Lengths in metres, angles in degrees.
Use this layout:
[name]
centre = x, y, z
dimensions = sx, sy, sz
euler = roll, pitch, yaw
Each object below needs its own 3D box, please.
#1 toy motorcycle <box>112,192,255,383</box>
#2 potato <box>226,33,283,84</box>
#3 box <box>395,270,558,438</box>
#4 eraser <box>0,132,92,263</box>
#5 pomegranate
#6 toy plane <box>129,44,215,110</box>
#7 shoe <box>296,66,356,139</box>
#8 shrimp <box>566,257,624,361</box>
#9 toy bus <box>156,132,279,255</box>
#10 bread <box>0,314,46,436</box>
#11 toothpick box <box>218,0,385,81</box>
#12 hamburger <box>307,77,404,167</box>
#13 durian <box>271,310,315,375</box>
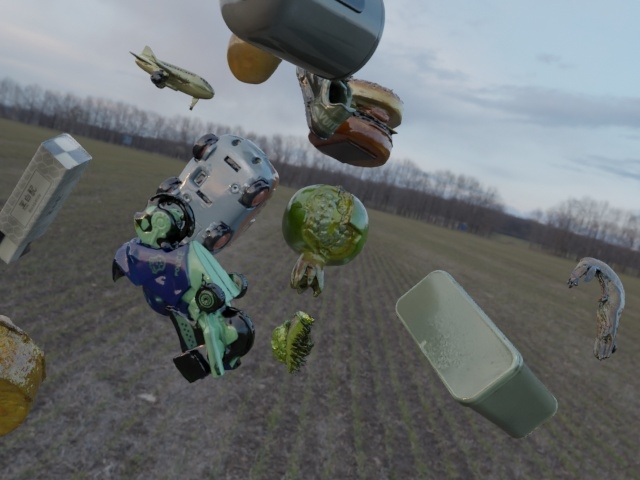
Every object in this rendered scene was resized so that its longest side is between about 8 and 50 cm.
[toy motorcycle]
centre = -0.246, 0.088, 0.999
dimensions = 0.196, 0.331, 0.125
euler = -27, 2, 21
[potato]
centre = -0.176, -0.559, 1.612
dimensions = 0.150, 0.233, 0.146
euler = 29, 5, 13
[box]
centre = 0.404, 0.296, 1.456
dimensions = 0.344, 0.177, 0.352
euler = 41, 10, -40
[eraser]
centre = -0.741, -0.102, 1.480
dimensions = 0.098, 0.404, 0.096
euler = 44, 29, -4
[pomegranate]
centre = 0.000, 0.000, 1.456
dimensions = 0.236, 0.301, 0.236
euler = 15, -19, 5
[toy plane]
centre = -0.439, -0.485, 1.692
dimensions = 0.256, 0.104, 0.242
euler = 35, -1, -10
[shoe]
centre = 0.027, -0.420, 1.513
dimensions = 0.149, 0.292, 0.109
euler = -26, -28, 37
[shrimp]
centre = 0.569, 0.132, 1.168
dimensions = 0.152, 0.219, 0.046
euler = 32, -30, -21
[toy bus]
centre = -0.227, -0.108, 1.352
dimensions = 0.194, 0.287, 0.232
euler = 42, 11, 9
[bread]
centre = -0.911, 0.348, 1.435
dimensions = 0.399, 0.398, 0.215
euler = 12, 36, -27
[toothpick box]
centre = -0.038, -0.438, 1.040
dimensions = 0.229, 0.228, 0.317
euler = 19, 8, 40
[hamburger]
centre = 0.110, -0.362, 1.728
dimensions = 0.291, 0.224, 0.291
euler = 14, -9, 2
[durian]
centre = -0.074, 0.283, 1.519
dimensions = 0.132, 0.107, 0.375
euler = 48, -24, 15
